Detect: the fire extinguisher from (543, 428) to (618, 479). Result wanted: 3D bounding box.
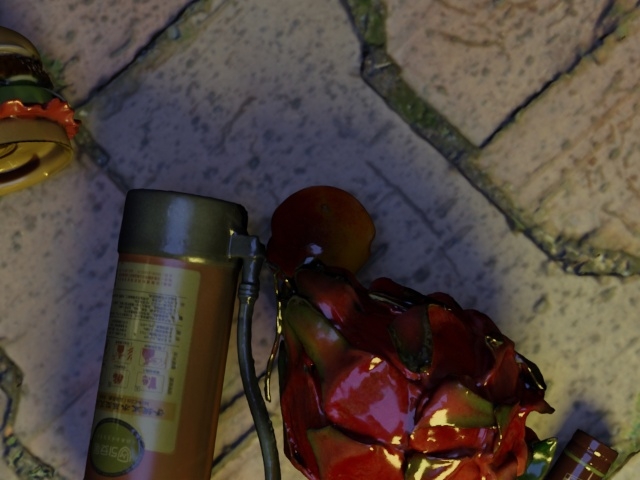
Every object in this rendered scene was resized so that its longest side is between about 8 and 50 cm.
[{"bbox_3d":[0.200,0.240,1.689,0.064,0.043,0.158,31,93,-31],"label":"fire extinguisher"}]

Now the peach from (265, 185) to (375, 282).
[{"bbox_3d":[0.000,-0.001,1.717,0.101,0.101,0.100,-1,85,10],"label":"peach"}]

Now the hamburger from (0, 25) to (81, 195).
[{"bbox_3d":[-0.312,-0.120,1.754,0.175,0.175,0.137,-22,75,8],"label":"hamburger"}]

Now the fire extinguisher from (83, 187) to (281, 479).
[{"bbox_3d":[-0.124,0.148,1.699,0.200,0.113,0.376,6,86,51],"label":"fire extinguisher"}]

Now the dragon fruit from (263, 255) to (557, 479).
[{"bbox_3d":[0.061,0.119,1.636,0.234,0.234,0.293,-38,85,5],"label":"dragon fruit"}]
